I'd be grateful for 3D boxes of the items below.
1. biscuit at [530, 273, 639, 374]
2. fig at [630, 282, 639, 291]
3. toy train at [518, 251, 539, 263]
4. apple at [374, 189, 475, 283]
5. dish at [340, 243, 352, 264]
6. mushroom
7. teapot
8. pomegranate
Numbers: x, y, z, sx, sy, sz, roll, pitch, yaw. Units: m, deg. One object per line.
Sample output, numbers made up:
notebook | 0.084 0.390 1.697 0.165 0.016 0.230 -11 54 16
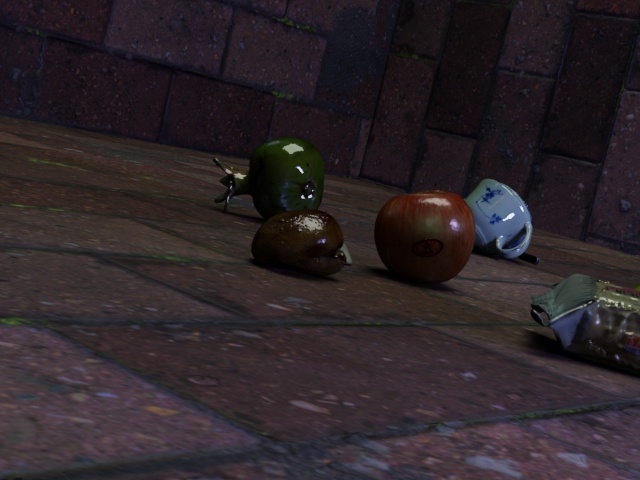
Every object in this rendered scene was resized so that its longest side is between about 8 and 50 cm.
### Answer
biscuit | 0.385 0.111 1.201 0.309 0.079 0.186 18 11 11
fig | 0.587 0.084 1.795 0.259 0.151 0.151 -8 13 -19
toy train | 0.449 0.038 2.313 0.017 0.017 0.083 19 4 -20
apple | 0.147 -0.005 1.530 0.146 0.131 0.146 -1 8 0
dish | 0.000 0.000 1.572 0.091 0.039 0.137 12 8 -12
mushroom | -0.029 0.006 1.346 0.127 0.087 0.127 -9 -2 0
teapot | 0.347 -0.031 2.239 0.159 0.159 0.232 8 18 -39
pomegranate | -0.089 -0.103 1.840 0.191 0.152 0.131 4 15 2
